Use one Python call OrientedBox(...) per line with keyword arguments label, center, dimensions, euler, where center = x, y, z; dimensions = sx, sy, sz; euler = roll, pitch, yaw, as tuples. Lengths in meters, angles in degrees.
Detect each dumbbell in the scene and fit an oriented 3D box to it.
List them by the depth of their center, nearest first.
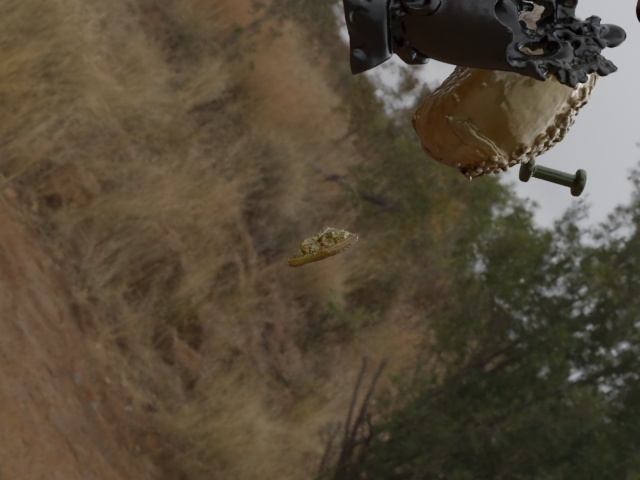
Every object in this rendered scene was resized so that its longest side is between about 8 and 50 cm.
OrientedBox(label="dumbbell", center=(0.412, -0.115, 1.617), dimensions=(0.052, 0.118, 0.046), euler=(104, 2, -46))

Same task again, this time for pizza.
OrientedBox(label="pizza", center=(0.000, 0.000, 1.471), dimensions=(0.108, 0.123, 0.026), euler=(-101, 170, -67))

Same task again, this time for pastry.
OrientedBox(label="pastry", center=(0.294, -0.212, 1.383), dimensions=(0.184, 0.315, 0.284), euler=(46, -30, -9))

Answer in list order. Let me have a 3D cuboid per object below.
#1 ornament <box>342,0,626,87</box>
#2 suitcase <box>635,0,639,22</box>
OrientedBox(label="ornament", center=(0.161, -0.245, 0.876), dimensions=(0.106, 0.261, 0.251), euler=(87, 9, -49))
OrientedBox(label="suitcase", center=(0.556, -0.302, 1.090), dimensions=(0.297, 0.161, 0.236), euler=(19, 0, -4))
